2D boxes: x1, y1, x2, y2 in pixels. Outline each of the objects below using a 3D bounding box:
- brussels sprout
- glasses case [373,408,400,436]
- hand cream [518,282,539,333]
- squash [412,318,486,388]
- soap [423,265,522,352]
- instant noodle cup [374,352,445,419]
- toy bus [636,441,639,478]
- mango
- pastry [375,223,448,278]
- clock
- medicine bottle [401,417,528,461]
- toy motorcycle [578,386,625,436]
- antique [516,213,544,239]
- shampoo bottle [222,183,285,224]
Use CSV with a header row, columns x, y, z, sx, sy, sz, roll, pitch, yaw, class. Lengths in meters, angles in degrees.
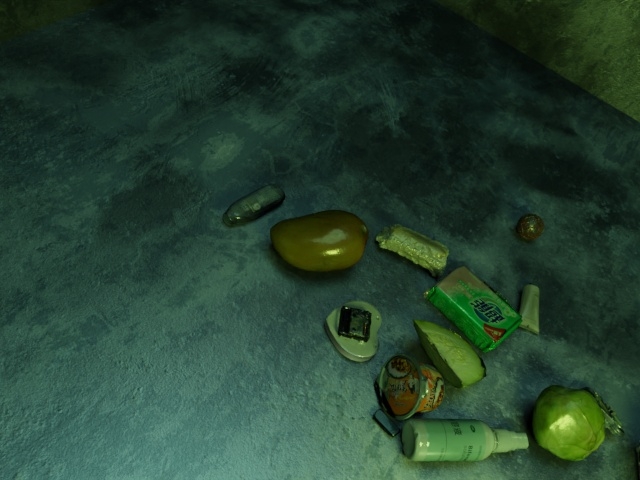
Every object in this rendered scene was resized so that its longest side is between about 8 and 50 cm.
x,y,z,sx,sy,sz,roll,pitch,yaw,class
0.708,0.522,1.727,0.223,0.161,0.223,4,75,-15,brussels sprout
0.180,0.504,1.658,0.033,0.023,0.083,-35,67,-28,glasses case
0.711,0.225,2.053,0.087,0.054,0.186,23,55,-5,hand cream
0.401,0.323,1.798,0.155,0.204,0.236,-29,63,-9,squash
0.492,0.221,1.948,0.218,0.098,0.273,-32,65,-29,soap
0.264,0.410,1.678,0.126,0.208,0.177,16,88,-32,instant noodle cup
0.976,0.683,1.679,0.143,0.179,0.305,12,47,10,toy bus
0.000,0.000,1.916,0.318,0.173,0.211,-2,52,-12,mango
0.319,0.020,2.064,0.259,0.089,0.121,30,36,2,pastry
0.099,0.256,1.807,0.172,0.064,0.198,17,48,-6,clock
0.402,0.543,1.643,0.352,0.110,0.110,5,51,-15,medicine bottle
0.848,0.510,1.840,0.193,0.061,0.124,43,18,0,toy motorcycle
0.789,-0.052,2.268,0.104,0.104,0.104,9,50,-11,antique
-0.223,-0.118,2.012,0.087,0.049,0.234,45,52,16,shampoo bottle
